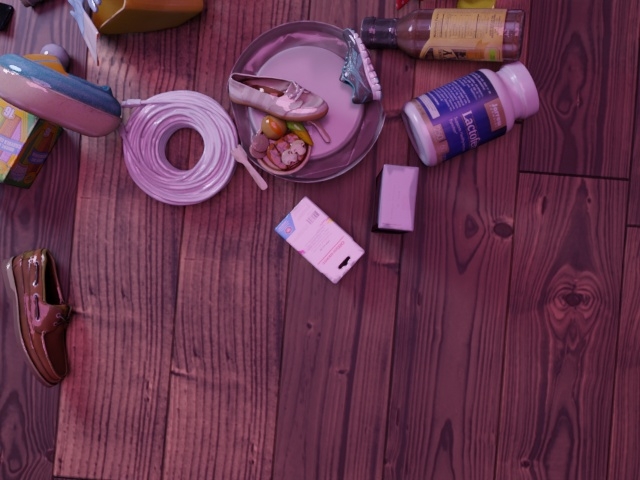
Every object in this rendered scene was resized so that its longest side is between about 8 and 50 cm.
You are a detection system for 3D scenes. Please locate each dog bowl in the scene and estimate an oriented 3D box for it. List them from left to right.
[{"bbox_3d":[-0.030,-0.297,1.567,0.349,0.102,0.348,0,89,2],"label":"dog bowl"}]

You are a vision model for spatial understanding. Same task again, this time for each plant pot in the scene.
[{"bbox_3d":[-0.365,-0.559,1.517,0.187,0.212,0.212,-1,90,-34],"label":"plant pot"}]

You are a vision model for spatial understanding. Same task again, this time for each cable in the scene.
[{"bbox_3d":[-0.308,-0.204,1.580,0.257,0.089,0.256,-12,90,1],"label":"cable"}]

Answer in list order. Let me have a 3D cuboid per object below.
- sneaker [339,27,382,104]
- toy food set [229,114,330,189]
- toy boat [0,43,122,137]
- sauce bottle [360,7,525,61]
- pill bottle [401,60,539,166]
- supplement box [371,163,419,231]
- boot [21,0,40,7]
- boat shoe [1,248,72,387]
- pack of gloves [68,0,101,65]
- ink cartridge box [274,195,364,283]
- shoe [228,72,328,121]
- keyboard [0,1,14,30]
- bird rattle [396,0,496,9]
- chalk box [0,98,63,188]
[{"bbox_3d":[0.070,-0.361,1.486,0.076,0.065,0.166,-21,87,5],"label":"sneaker"},{"bbox_3d":[-0.083,-0.203,1.497,0.192,0.038,0.132,-38,89,1],"label":"toy food set"},{"bbox_3d":[-0.559,-0.334,1.498,0.268,0.318,0.148,21,97,-34],"label":"toy boat"},{"bbox_3d":[0.261,-0.446,1.533,0.345,0.111,0.111,7,89,20],"label":"sauce bottle"},{"bbox_3d":[0.322,-0.278,1.533,0.265,0.153,0.153,-25,89,1],"label":"pill bottle"},{"bbox_3d":[0.153,-0.081,1.491,0.073,0.239,0.130,5,90,0],"label":"supplement box"},{"bbox_3d":[-0.595,-0.626,1.571,0.209,0.076,0.189,-16,133,8],"label":"boot"},{"bbox_3d":[-0.610,0.168,1.571,0.105,0.111,0.307,-19,89,2],"label":"boat shoe"},{"bbox_3d":[-0.490,-0.520,1.505,0.046,0.195,0.232,-16,55,-26],"label":"pack of gloves"},{"bbox_3d":[0.000,0.000,1.583,0.181,0.061,0.104,43,91,2],"label":"ink cartridge box"},{"bbox_3d":[-0.090,-0.299,1.466,0.219,0.058,0.076,14,52,10],"label":"shoe"},{"bbox_3d":[-0.810,-0.518,1.630,0.192,0.038,0.100,16,66,3],"label":"keyboard"},{"bbox_3d":[0.277,-0.581,1.523,0.254,0.207,0.143,18,72,-8],"label":"bird rattle"},{"bbox_3d":[-0.698,-0.199,1.568,0.132,0.132,0.213,29,91,2],"label":"chalk box"}]
